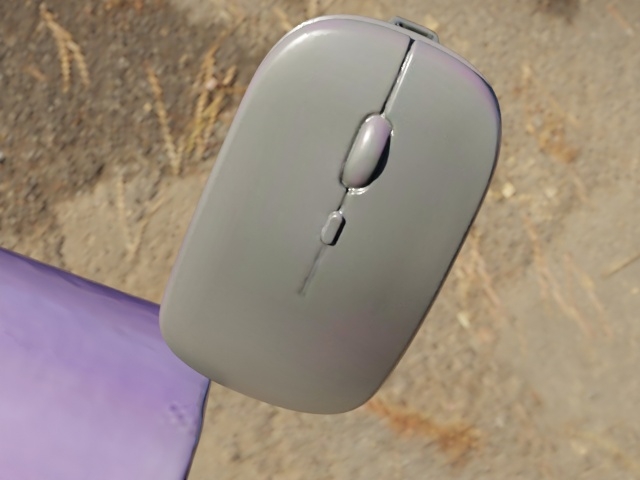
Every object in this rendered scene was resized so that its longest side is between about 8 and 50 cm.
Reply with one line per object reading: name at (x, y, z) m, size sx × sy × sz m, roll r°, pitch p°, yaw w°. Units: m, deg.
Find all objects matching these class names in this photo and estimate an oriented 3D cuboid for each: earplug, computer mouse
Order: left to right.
earplug at (-0.306, 0.062, 0.929) m, size 0.455 × 0.215 × 0.215 m, roll 25°, pitch 52°, yaw -19°
computer mouse at (0.000, 0.001, 0.724) m, size 0.120 × 0.232 × 0.057 m, roll 22°, pitch 38°, yaw -6°
